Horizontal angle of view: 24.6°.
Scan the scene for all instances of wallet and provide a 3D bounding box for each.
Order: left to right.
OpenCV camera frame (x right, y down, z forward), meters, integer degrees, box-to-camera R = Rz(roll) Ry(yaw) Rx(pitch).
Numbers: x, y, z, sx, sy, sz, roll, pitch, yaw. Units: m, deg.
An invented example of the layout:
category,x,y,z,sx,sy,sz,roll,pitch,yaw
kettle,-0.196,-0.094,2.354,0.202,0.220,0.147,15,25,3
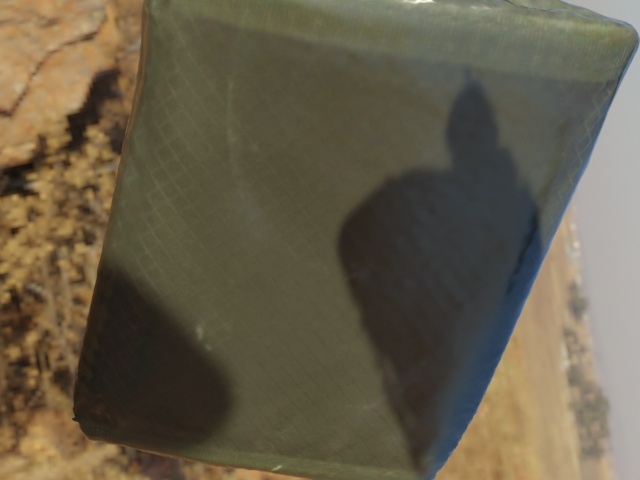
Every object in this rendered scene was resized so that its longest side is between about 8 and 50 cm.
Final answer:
category,x,y,z,sx,sy,sz,roll,pitch,yaw
wallet,0.000,0.000,0.554,0.052,0.168,0.245,-89,-165,-52
